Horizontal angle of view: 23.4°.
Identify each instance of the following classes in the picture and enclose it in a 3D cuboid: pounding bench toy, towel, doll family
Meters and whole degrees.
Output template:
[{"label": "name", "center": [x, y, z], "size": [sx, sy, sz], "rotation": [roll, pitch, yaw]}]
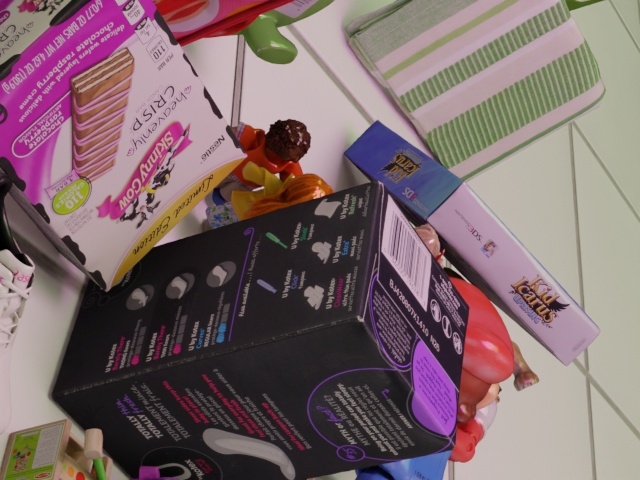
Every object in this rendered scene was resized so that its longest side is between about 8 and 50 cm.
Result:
[{"label": "pounding bench toy", "center": [-0.174, 0.167, 1.101], "size": [0.065, 0.083, 0.052], "rotation": [50, 34, -40]}, {"label": "towel", "center": [0.205, -0.219, 1.927], "size": [0.325, 0.248, 0.038], "rotation": [49, 17, -45]}, {"label": "doll family", "center": [0.000, 0.000, 1.409], "size": [0.263, 0.163, 0.118], "rotation": [37, 53, -24]}]

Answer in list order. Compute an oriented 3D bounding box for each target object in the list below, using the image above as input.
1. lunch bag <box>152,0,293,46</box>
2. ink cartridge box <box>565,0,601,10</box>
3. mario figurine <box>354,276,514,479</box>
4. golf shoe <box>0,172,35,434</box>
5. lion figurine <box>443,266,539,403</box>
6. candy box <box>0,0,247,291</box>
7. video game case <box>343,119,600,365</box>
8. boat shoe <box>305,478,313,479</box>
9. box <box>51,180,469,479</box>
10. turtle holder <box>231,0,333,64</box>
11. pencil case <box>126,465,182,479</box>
[{"label": "lunch bag", "center": [-0.139, -0.235, 1.162], "size": [0.258, 0.293, 0.120], "rotation": [45, 34, -46]}, {"label": "ink cartridge box", "center": [0.277, -0.256, 2.067], "size": [0.189, 0.255, 0.097], "rotation": [-10, 85, -64]}, {"label": "mario figurine", "center": [0.070, 0.182, 1.485], "size": [0.198, 0.170, 0.320], "rotation": [73, 41, -73]}, {"label": "golf shoe", "center": [-0.233, 0.043, 1.050], "size": [0.067, 0.086, 0.186], "rotation": [0, 77, -65]}, {"label": "lion figurine", "center": [0.116, 0.088, 1.714], "size": [0.240, 0.142, 0.392], "rotation": [61, 9, 9]}, {"label": "candy box", "center": [-0.167, -0.089, 1.130], "size": [0.159, 0.071, 0.233], "rotation": [-45, 144, -11]}, {"label": "video game case", "center": [0.162, -0.004, 1.693], "size": [0.244, 0.061, 0.269], "rotation": [43, 1, -25]}, {"label": "boat shoe", "center": [-0.034, 0.268, 1.344], "size": [0.073, 0.073, 0.207], "rotation": [-35, 107, -66]}, {"label": "box", "center": [-0.042, 0.086, 1.198], "size": [0.165, 0.270, 0.143], "rotation": [54, 32, -37]}, {"label": "turtle holder", "center": [-0.109, -0.315, 1.391], "size": [0.320, 0.243, 0.227], "rotation": [-5, 59, -25]}, {"label": "pencil case", "center": [-0.133, 0.252, 1.160], "size": [0.070, 0.065, 0.151], "rotation": [71, 19, -49]}]
